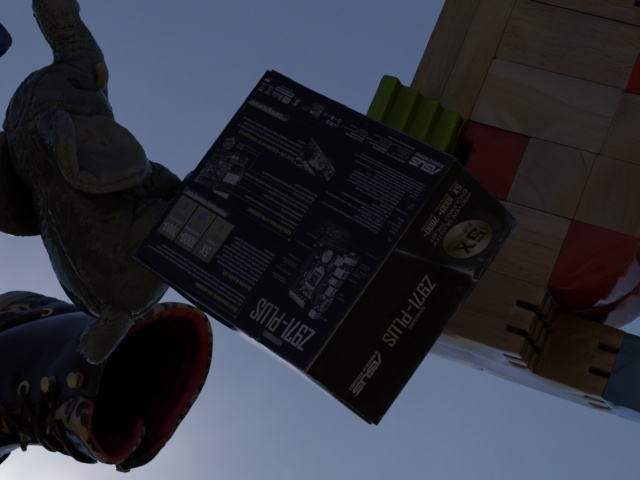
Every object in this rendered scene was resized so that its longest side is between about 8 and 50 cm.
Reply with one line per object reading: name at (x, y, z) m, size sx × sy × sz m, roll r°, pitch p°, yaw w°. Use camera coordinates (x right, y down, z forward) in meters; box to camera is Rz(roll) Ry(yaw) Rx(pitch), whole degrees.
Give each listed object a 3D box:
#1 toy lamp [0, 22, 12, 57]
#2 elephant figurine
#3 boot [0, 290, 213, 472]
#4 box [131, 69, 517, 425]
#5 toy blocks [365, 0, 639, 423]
toy lamp at (-0.321, -0.052, 1.363) m, size 0.080 × 0.080 × 0.274 m, roll 24°, pitch -67°, yaw -22°
elephant figurine at (-0.200, -0.061, 1.449) m, size 0.169 × 0.186 × 0.239 m, roll -41°, pitch -74°, yaw 5°
boot at (-0.294, 0.173, 1.671) m, size 0.284 × 0.377 × 0.138 m, roll -3°, pitch -61°, yaw 42°
box at (0.000, 0.000, 1.062) m, size 0.147 × 0.180 × 0.077 m, roll -55°, pitch -46°, yaw -6°
toy blocks at (0.183, -0.044, 1.216) m, size 0.261 × 0.381 × 0.191 m, roll 17°, pitch -13°, yaw 24°
